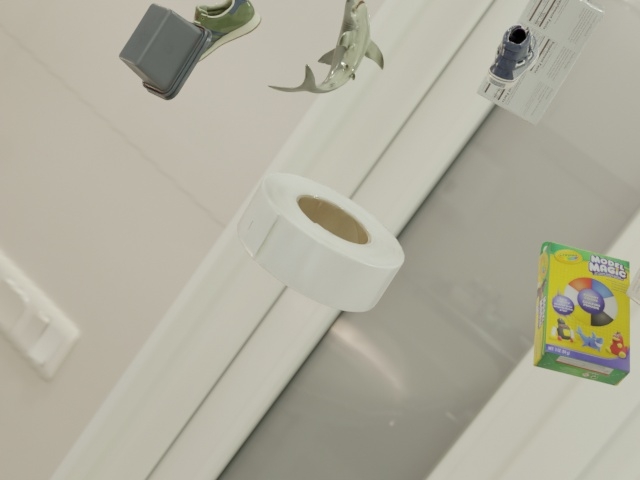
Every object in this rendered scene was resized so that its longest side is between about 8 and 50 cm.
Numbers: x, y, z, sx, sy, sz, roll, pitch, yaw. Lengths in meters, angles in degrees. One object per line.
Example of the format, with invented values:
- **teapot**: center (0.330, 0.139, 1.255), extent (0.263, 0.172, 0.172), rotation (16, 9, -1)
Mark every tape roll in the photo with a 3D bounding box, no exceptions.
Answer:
- **tape roll**: center (0.000, 0.000, 1.826), extent (0.286, 0.100, 0.286), rotation (27, 21, -12)

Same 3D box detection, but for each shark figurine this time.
- **shark figurine**: center (0.020, -0.355, 2.105), extent (0.116, 0.278, 0.166), rotation (7, -36, 42)

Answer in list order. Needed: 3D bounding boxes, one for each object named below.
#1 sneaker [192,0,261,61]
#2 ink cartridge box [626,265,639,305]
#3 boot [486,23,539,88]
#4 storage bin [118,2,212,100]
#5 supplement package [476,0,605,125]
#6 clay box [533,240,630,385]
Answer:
- **sneaker**: center (-0.208, -0.385, 1.894), extent (0.086, 0.192, 0.064), rotation (55, 12, -38)
- **ink cartridge box**: center (0.525, 0.061, 1.253), extent (0.168, 0.171, 0.232), rotation (16, 16, -27)
- **boot**: center (0.340, -0.332, 1.788), extent (0.069, 0.086, 0.190), rotation (24, 40, 8)
- **storage bin**: center (-0.258, -0.311, 1.688), extent (0.098, 0.135, 0.091), rotation (28, -6, 40)
- **supplement package**: center (0.459, -0.397, 2.186), extent (0.145, 0.261, 0.204), rotation (31, 21, 4)
- **clay box**: center (0.383, 0.092, 1.539), extent (0.128, 0.053, 0.222), rotation (14, 56, -4)
